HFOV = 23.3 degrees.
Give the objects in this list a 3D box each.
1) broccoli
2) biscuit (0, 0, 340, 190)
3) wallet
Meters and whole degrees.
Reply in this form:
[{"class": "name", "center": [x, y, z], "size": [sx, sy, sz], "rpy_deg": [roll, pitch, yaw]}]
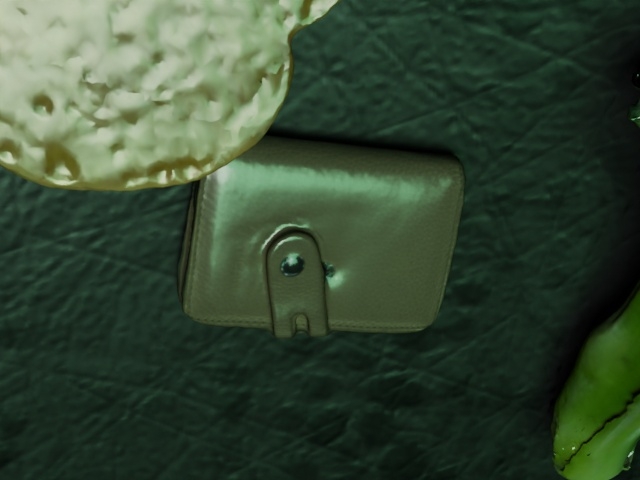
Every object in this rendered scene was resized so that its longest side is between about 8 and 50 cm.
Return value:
[{"class": "broccoli", "center": [0.209, 0.024, 0.885], "size": [0.165, 0.145, 0.304], "rpy_deg": [5, 127, -26]}, {"class": "biscuit", "center": [-0.097, -0.201, 0.727], "size": [0.269, 0.051, 0.376], "rpy_deg": [0, 114, -11]}, {"class": "wallet", "center": [0.000, 0.000, 0.864], "size": [0.152, 0.039, 0.118], "rpy_deg": [3, 114, -15]}]
